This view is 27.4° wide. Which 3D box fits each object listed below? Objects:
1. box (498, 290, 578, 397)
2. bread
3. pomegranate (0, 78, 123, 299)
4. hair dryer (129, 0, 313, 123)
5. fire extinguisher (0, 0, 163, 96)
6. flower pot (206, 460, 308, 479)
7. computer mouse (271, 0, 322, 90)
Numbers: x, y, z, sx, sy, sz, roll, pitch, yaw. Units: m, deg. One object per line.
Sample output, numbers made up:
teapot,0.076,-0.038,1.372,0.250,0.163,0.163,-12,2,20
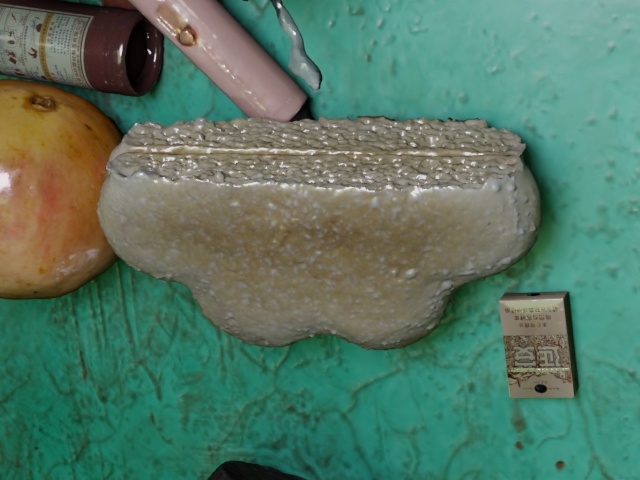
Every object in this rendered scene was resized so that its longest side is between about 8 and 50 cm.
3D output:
box,0.172,0.082,1.037,0.053,0.024,0.083,-4,102,23
bread,-0.001,0.001,1.016,0.337,0.102,0.183,1,120,7
pomegranate,-0.247,-0.038,1.088,0.191,0.191,0.191,6,107,20
hair dryer,-0.114,-0.180,1.011,0.344,0.189,0.106,43,123,-11
fire extinguisher,-0.249,-0.183,1.102,0.231,0.071,0.099,13,128,19
flower pot,-0.040,0.285,1.085,0.269,0.269,0.166,18,89,16
computer mouse,-0.114,-0.257,0.892,0.090,0.167,0.379,-32,99,-6
